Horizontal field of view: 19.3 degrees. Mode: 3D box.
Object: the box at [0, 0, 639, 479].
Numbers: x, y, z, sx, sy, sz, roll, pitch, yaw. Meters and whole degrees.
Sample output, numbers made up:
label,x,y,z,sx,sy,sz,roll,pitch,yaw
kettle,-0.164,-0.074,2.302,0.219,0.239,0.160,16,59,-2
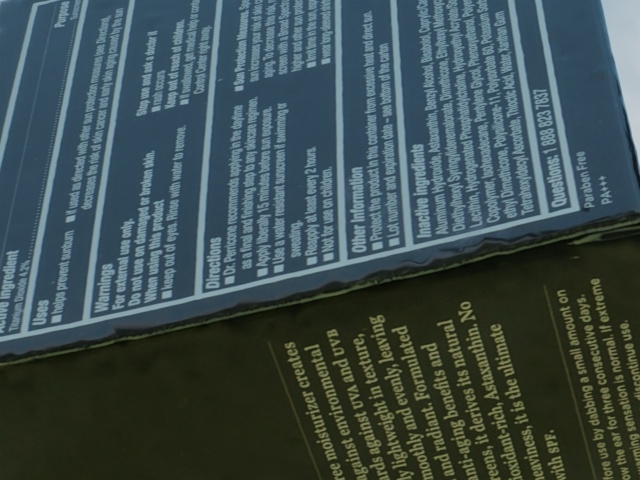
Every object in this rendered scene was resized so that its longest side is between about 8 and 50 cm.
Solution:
label,x,y,z,sx,sy,sz,roll,pitch,yaw
box,0.000,0.000,0.853,0.294,0.296,0.182,-12,-53,10
